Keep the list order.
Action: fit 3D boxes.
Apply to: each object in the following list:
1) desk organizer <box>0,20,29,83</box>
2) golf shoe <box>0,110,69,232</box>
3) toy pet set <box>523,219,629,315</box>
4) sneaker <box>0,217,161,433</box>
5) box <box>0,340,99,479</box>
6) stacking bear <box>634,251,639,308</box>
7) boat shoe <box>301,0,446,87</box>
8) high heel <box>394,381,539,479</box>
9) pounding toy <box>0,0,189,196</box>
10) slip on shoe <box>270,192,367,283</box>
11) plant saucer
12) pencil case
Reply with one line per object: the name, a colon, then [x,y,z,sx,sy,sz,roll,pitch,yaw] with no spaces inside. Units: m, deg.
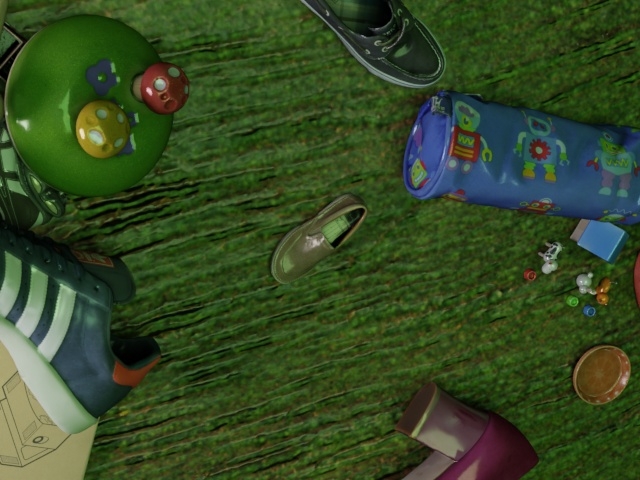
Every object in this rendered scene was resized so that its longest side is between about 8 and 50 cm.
desk organizer: [-0.295,-0.171,1.040,0.130,0.050,0.047,41,90,-24]
golf shoe: [-0.338,-0.089,1.037,0.094,0.077,0.198,-32,111,-7]
toy pet set: [0.338,0.033,1.299,0.122,0.065,0.114,28,95,-23]
sneaker: [-0.279,0.032,1.036,0.148,0.131,0.350,-34,128,-8]
box: [-0.325,0.189,1.151,0.164,0.021,0.201,14,100,-21]
stacking bear: [0.524,0.077,1.250,0.164,0.289,0.175,41,90,-24]
boat shoe: [0.056,-0.241,1.121,0.228,0.076,0.080,40,91,-23]
high heel: [0.116,0.373,1.285,0.181,0.127,0.377,34,90,-13]
pounding toy: [-0.217,-0.139,0.999,0.237,0.110,0.183,28,77,-42]
slip on shoe: [0.000,0.000,1.191,0.135,0.041,0.051,-38,113,-5]
plant saucer: [0.371,0.176,1.379,0.083,0.013,0.083,-5,106,-16]
pencil case: [0.244,-0.095,1.203,0.306,0.119,0.133,7,75,-19]
